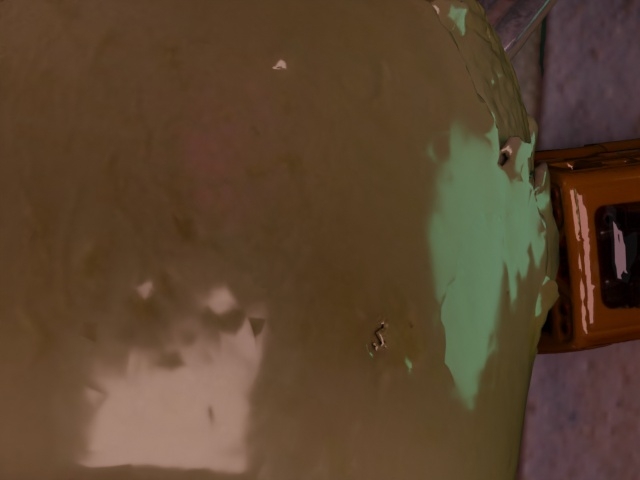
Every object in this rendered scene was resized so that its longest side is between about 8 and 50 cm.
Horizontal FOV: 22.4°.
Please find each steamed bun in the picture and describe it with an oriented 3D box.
[{"bbox_3d":[-0.056,-0.007,0.488,0.273,0.166,0.232,14,80,-12],"label":"steamed bun"}]

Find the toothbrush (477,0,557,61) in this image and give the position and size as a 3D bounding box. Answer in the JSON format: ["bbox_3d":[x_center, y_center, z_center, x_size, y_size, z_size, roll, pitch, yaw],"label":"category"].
[{"bbox_3d":[0.000,0.000,0.605,0.375,0.028,0.037,-51,154,-14],"label":"toothbrush"}]

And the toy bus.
[{"bbox_3d":[0.161,-0.003,0.642,0.194,0.088,0.083,-8,94,-23],"label":"toy bus"}]
